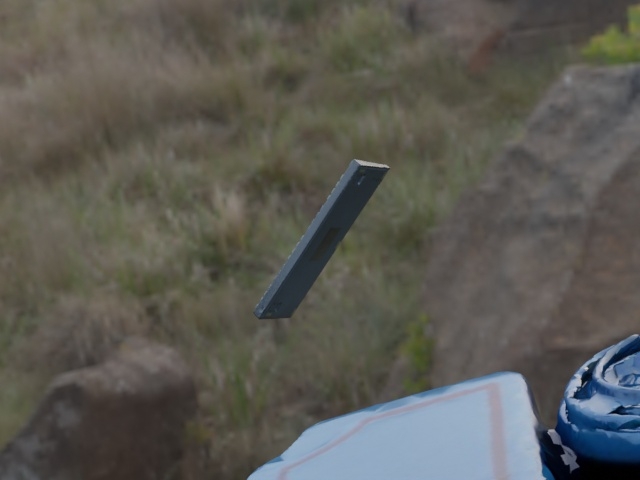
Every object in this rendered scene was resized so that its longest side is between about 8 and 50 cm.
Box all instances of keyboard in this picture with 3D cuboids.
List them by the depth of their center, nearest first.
[{"bbox_3d":[0.001,0.001,1.489,0.014,0.176,0.055,44,21,28],"label":"keyboard"}]

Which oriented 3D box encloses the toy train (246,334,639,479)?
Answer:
[{"bbox_3d":[0.089,0.154,0.599,0.265,0.188,0.300,-17,12,7],"label":"toy train"}]
